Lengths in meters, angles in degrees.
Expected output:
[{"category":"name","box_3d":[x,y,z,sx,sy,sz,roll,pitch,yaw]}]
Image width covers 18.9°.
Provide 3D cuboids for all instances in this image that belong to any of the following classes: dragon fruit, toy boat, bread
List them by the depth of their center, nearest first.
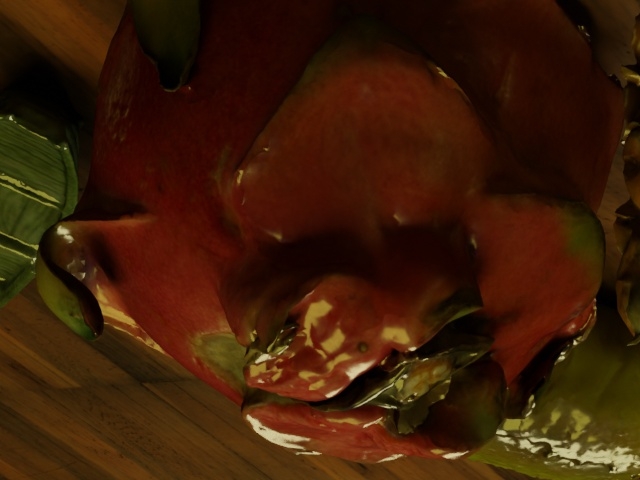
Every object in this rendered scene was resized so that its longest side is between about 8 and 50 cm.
[{"category":"dragon fruit","box_3d":[0.000,0.000,0.987,0.305,0.226,0.305,14,154,7]},{"category":"bread","box_3d":[0.046,0.065,1.224,0.383,0.112,0.166,22,153,-5]},{"category":"toy boat","box_3d":[-0.205,-0.034,1.272,0.093,0.055,0.293,25,153,-8]}]

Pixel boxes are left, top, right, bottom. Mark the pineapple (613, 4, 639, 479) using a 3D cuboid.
[{"category":"pineapple","box_3d":[0.279,0.057,0.862,0.209,0.286,0.344,-9,142,45]}]
